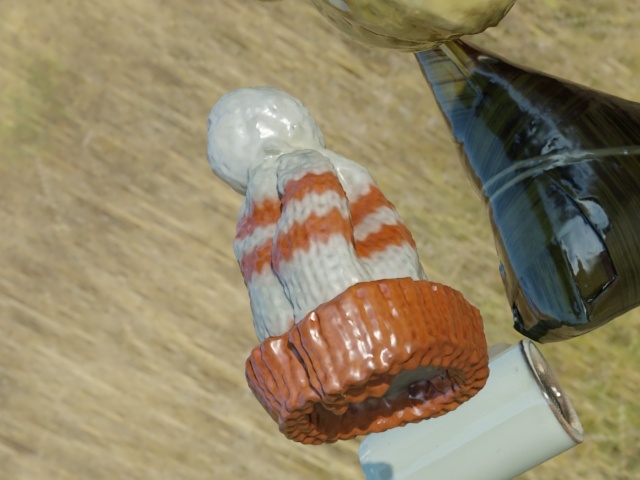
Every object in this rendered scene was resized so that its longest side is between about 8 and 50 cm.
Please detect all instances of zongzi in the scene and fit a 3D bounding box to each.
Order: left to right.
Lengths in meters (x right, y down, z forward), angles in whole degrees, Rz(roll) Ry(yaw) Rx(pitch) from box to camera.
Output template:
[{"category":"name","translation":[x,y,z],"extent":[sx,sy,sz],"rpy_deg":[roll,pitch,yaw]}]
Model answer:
[{"category":"zongzi","translation":[0.205,-0.081,0.979],"extent":[0.247,0.241,0.111],"rpy_deg":[-21,-9,-17]}]

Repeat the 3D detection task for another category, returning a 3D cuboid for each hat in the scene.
[{"category":"hat","translation":[0.000,0.000,0.611],"extent":[0.093,0.112,0.162],"rpy_deg":[-27,65,19]}]

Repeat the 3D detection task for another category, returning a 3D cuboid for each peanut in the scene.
[{"category":"peanut","translation":[0.009,-0.147,0.684],"extent":[0.229,0.098,0.103],"rpy_deg":[31,128,46]}]

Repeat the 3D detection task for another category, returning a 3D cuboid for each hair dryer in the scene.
[{"category":"hair dryer","translation":[0.106,0.109,1.002],"extent":[0.131,0.073,0.236],"rpy_deg":[-31,4,14]}]
